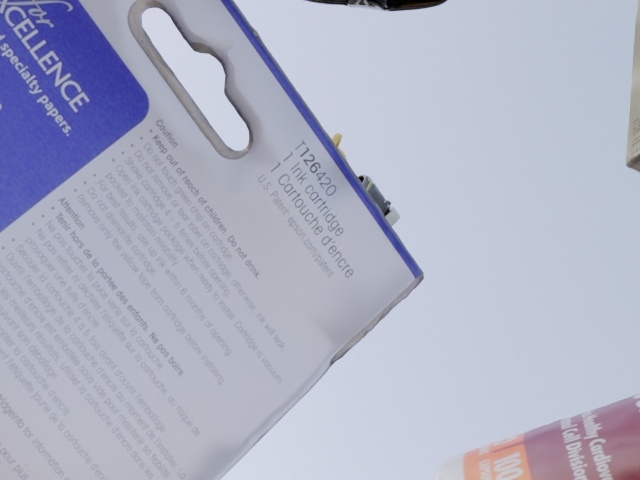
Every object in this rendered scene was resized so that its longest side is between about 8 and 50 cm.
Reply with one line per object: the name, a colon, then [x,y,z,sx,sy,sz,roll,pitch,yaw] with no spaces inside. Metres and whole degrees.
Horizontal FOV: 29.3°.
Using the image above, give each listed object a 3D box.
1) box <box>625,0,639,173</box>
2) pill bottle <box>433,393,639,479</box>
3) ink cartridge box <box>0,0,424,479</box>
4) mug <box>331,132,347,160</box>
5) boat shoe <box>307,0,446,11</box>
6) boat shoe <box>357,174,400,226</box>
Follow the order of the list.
box: [0.346,-0.171,1.082,0.113,0.275,0.094,22,-33,-18]
pill bottle: [0.292,0.195,0.818,0.392,0.224,0.224,-21,-70,11]
ink cartridge box: [-0.145,-0.003,0.536,0.304,0.307,0.072,55,-30,-14]
mug: [0.012,-0.103,1.668,0.078,0.064,0.062,-29,-75,35]
boat shoe: [0.070,-0.357,1.695,0.079,0.233,0.084,-108,-159,-52]
boat shoe: [0.000,0.000,1.371,0.081,0.228,0.069,-27,-82,45]
